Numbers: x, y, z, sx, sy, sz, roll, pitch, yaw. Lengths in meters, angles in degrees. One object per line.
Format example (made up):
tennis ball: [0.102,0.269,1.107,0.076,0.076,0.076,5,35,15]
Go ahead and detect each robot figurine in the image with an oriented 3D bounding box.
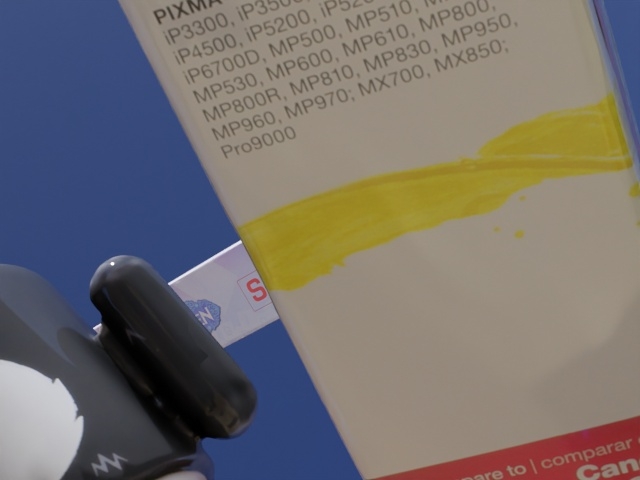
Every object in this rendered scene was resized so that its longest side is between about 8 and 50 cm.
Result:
robot figurine: [-0.152,0.123,0.600,0.278,0.209,0.174,44,-142,20]

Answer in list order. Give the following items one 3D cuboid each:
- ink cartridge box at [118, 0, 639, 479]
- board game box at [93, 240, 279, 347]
ink cartridge box: [0.058,-0.072,0.577,0.279,0.160,0.384,-84,-27,-53]
board game box: [0.000,0.000,1.019,0.066,0.319,0.318,60,-145,-1]
